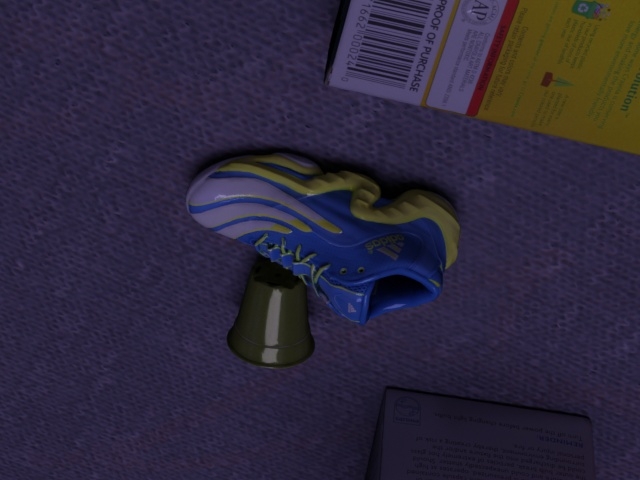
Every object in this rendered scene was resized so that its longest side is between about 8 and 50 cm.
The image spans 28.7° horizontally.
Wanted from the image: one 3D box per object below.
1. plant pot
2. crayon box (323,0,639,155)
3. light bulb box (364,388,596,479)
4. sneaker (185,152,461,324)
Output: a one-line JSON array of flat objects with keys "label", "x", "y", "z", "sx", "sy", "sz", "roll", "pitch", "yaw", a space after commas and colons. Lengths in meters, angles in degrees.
[{"label": "plant pot", "x": -0.043, "y": 0.062, "z": 1.154, "sx": 0.083, "sy": 0.083, "sz": 0.079, "roll": 6, "pitch": 121, "yaw": 1}, {"label": "crayon box", "x": 0.180, "y": -0.174, "z": 0.900, "sx": 0.318, "sy": 0.081, "sz": 0.202, "roll": 13, "pitch": 132, "yaw": -5}, {"label": "light bulb box", "x": 0.135, "y": 0.408, "z": 1.254, "sx": 0.225, "sy": 0.361, "sz": 0.358, "roll": 8, "pitch": 133, "yaw": 0}, {"label": "sneaker", "x": 0.000, "y": 0.000, "z": 1.050, "sx": 0.240, "sy": 0.126, "sz": 0.091, "roll": 6, "pitch": 133, "yaw": 1}]
